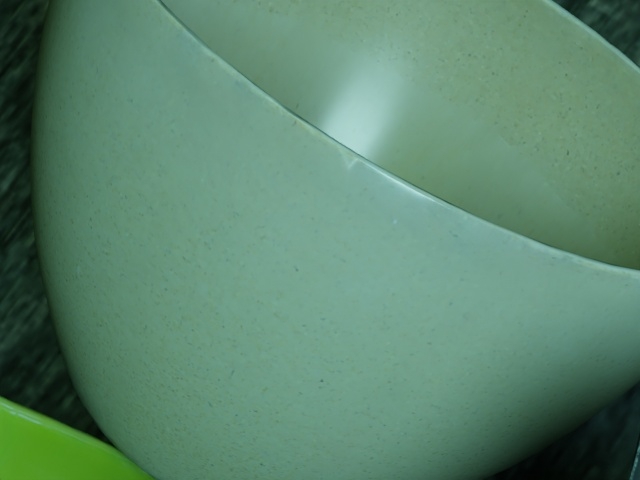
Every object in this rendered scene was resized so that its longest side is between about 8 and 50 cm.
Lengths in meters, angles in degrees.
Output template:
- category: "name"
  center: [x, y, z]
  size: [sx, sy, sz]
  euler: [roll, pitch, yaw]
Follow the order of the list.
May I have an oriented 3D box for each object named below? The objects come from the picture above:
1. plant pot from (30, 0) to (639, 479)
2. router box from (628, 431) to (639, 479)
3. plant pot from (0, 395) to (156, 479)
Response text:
- category: "plant pot"
  center: [0.000, 0.000, 0.779]
  size: [0.284, 0.284, 0.191]
  euler: [41, 116, 23]
- category: "router box"
  center: [0.120, 0.211, 0.625]
  size: [0.081, 0.309, 0.243]
  euler: [13, 74, 18]
- category: "plant pot"
  center: [-0.222, 0.132, 0.790]
  size: [0.228, 0.227, 0.207]
  euler: [22, 82, 20]
